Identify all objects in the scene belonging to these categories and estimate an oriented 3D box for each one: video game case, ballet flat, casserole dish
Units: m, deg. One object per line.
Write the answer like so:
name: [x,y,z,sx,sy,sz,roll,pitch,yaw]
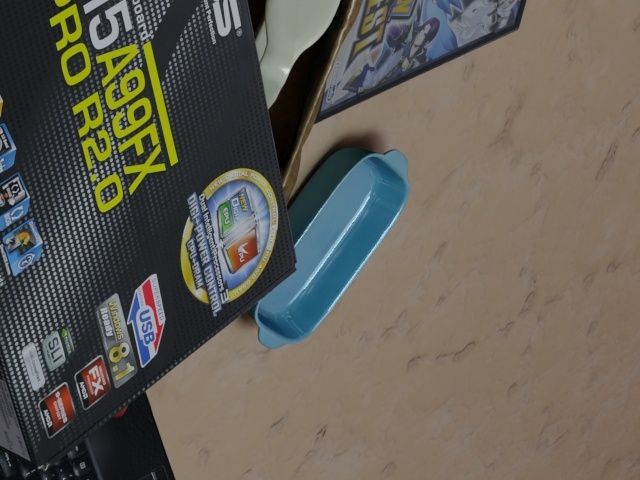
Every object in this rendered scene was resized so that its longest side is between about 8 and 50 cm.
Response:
video game case: [0.089,-0.241,1.307,0.248,0.035,0.275,-28,142,-39]
ballet flat: [-0.043,-0.094,1.133,0.342,0.116,0.124,-65,-169,5]
casserole dish: [0.000,0.000,1.427,0.188,0.037,0.114,-54,151,0]

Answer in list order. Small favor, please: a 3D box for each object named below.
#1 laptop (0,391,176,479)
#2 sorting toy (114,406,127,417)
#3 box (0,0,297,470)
laptop: [-0.158,0.222,1.212,0.264,0.136,0.234,-27,105,-41]
sorting toy: [-0.174,-0.043,1.092,0.126,0.127,0.365,-3,125,-19]
box: [-0.121,-0.046,0.954,0.216,0.060,0.270,-37,132,-36]
